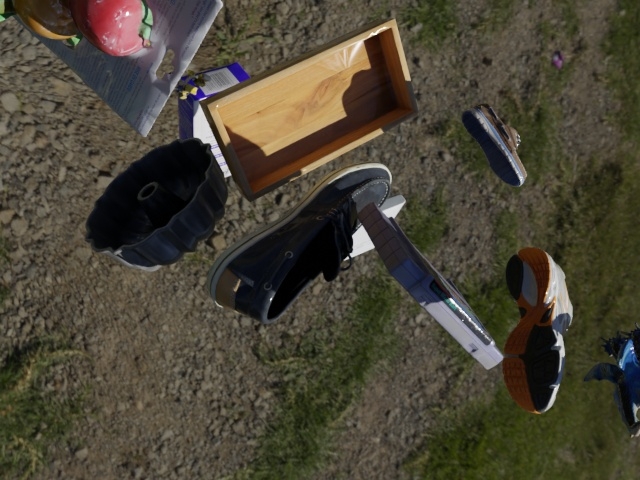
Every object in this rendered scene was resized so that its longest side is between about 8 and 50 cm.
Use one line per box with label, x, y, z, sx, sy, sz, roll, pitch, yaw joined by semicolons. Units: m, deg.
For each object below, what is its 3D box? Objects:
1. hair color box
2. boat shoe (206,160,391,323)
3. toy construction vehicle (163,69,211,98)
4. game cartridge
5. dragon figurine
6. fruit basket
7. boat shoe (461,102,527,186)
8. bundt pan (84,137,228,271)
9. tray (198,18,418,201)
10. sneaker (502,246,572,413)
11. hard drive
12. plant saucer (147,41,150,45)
hair color box;-0.299;-0.320;1.604;0.185;0.110;0.339;-24;151;-27
boat shoe;0.000;0.000;1.163;0.500;0.156;0.187;-37;146;-33
toy construction vehicle;-0.300;-0.348;1.265;0.086;0.098;0.035;14;66;-60
game cartridge;0.224;0.091;1.130;0.068;0.230;0.355;-42;121;8
dragon figurine;0.473;0.213;0.875;0.289;0.144;0.085;-7;144;-45
fruit basket;-0.319;-0.355;0.781;0.353;0.327;0.165;40;51;-12
boat shoe;0.359;-0.194;1.117;0.066;0.066;0.183;-33;90;-16
bundt pan;-0.337;-0.067;1.226;0.331;0.331;0.124;-46;131;-13
tray;-0.010;-0.264;1.125;0.411;0.076;0.203;-30;119;-15
sneaker;0.372;0.149;0.925;0.121;0.099;0.262;18;74;-39
hard drive;0.151;-0.032;1.937;0.203;0.040;0.307;-22;158;-26
plant saucer;-0.474;-0.698;1.638;0.188;0.045;0.188;-35;126;-9
